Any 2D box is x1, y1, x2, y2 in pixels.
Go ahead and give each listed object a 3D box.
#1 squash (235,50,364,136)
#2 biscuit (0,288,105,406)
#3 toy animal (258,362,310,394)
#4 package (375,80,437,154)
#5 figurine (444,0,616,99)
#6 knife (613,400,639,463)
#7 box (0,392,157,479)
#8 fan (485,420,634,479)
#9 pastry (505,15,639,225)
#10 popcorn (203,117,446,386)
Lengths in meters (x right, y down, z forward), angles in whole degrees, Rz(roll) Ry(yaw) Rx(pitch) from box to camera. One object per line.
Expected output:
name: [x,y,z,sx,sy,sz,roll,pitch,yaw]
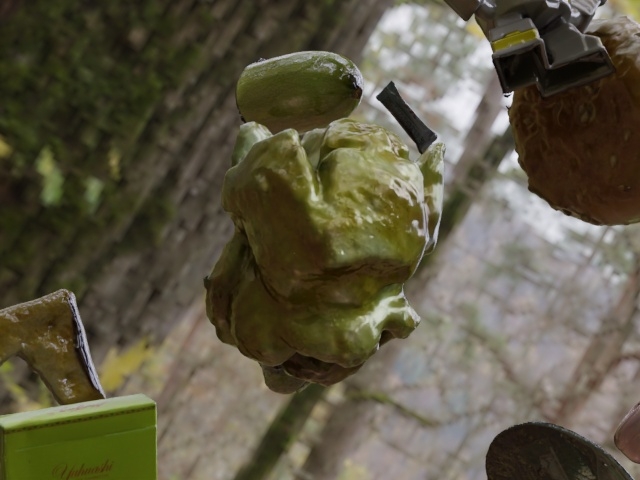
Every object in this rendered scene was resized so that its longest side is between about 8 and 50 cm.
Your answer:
squash: [-0.017,-0.202,2.339,0.123,0.123,0.186,34,-25,-36]
biscuit: [-0.404,0.165,2.363,0.183,0.174,0.039,-12,-9,-18]
toy animal: [-0.033,0.146,2.304,0.098,0.137,0.098,25,40,-22]
package: [0.117,-0.166,2.304,0.110,0.037,0.015,49,-20,-26]
figurine: [0.254,-0.326,2.212,0.308,0.143,0.308,32,37,-28]
knife: [0.327,0.137,1.578,0.043,0.081,0.336,44,18,9]
box: [-0.272,0.348,1.918,0.187,0.335,0.047,-7,14,-30]
fan: [0.276,0.288,1.636,0.012,0.223,0.294,-25,26,-39]
pastry: [0.410,-0.163,2.358,0.184,0.284,0.315,0,22,-39]
popcorn: [0.004,0.005,1.716,0.225,0.276,0.276,9,-9,11]
